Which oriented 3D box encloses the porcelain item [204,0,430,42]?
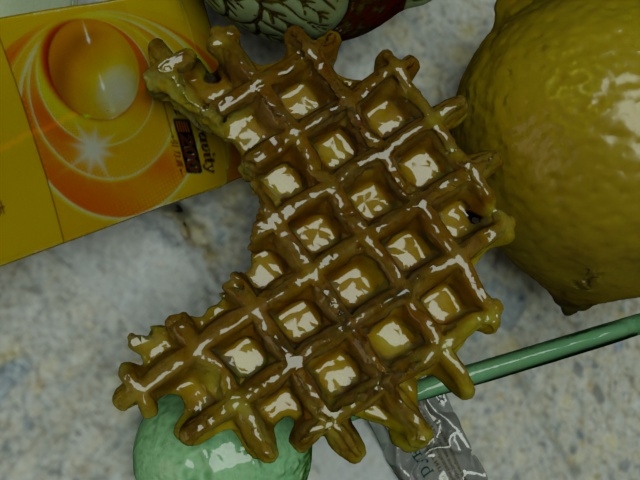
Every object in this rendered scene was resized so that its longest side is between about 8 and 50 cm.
[{"bbox_3d":[0.002,-0.267,0.625,0.253,0.253,0.253,2,83,-14],"label":"porcelain item"}]

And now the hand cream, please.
[{"bbox_3d":[0.109,0.205,0.708,0.084,0.050,0.257,-27,78,-18],"label":"hand cream"}]

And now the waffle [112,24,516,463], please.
[{"bbox_3d":[0.000,0.000,0.594,0.260,0.069,0.292,7,78,-6],"label":"waffle"}]

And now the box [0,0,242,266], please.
[{"bbox_3d":[-0.171,-0.078,0.601,0.269,0.043,0.152,-26,107,-42],"label":"box"}]

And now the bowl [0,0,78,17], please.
[{"bbox_3d":[-0.311,-0.168,0.572,0.277,0.145,0.277,-20,119,-42],"label":"bowl"}]

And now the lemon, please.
[{"bbox_3d":[0.214,-0.080,0.672,0.228,0.228,0.253,-31,106,-15],"label":"lemon"}]

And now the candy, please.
[{"bbox_3d":[0.078,0.110,0.666,0.440,0.119,0.119,-15,87,-12],"label":"candy"}]
